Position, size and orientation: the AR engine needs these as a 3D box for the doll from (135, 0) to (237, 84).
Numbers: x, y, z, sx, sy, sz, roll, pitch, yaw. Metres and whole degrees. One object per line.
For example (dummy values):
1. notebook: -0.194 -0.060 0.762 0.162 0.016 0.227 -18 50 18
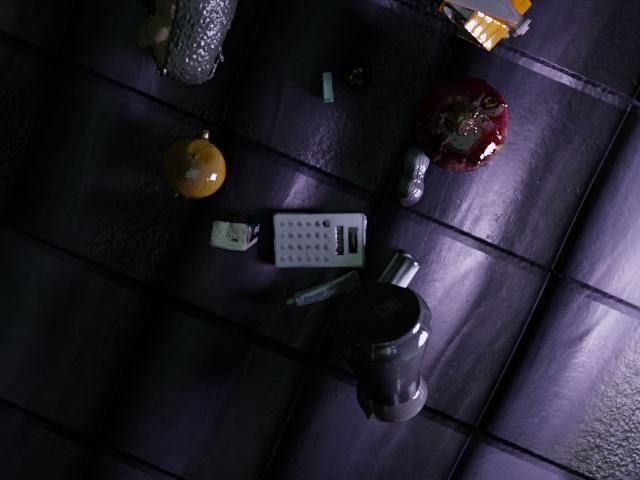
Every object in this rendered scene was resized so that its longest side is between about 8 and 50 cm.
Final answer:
1. doll: -0.345 -0.581 1.823 0.247 0.247 0.350 15 113 2

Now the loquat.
1. loquat: -0.339 -0.202 1.906 0.172 0.149 0.205 13 87 6

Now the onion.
1. onion: 0.365 -0.297 1.829 0.246 0.190 0.247 -1 87 18

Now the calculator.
1. calculator: 0.000 0.000 1.973 0.261 0.021 0.161 -1 98 4

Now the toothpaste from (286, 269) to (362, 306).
1. toothpaste: 0.008 0.142 1.984 0.218 0.041 0.064 -18 108 3

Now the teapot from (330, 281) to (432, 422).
1. teapot: 0.180 0.278 1.846 0.253 0.300 0.344 20 141 29

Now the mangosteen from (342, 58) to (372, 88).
1. mangosteen: 0.099 -0.444 1.881 0.080 0.081 0.081 0 97 4

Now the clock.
1. clock: 0.378 -0.610 1.762 0.309 0.235 0.166 41 99 -3

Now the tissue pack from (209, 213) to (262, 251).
1. tissue pack: -0.226 -0.024 1.909 0.103 0.170 0.091 9 98 5

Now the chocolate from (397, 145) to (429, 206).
1. chocolate: 0.250 -0.174 1.910 0.072 0.072 0.167 11 96 2

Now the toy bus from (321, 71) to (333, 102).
1. toy bus: 0.019 -0.414 1.910 0.031 0.037 0.083 -3 97 3

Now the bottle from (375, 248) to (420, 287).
1. bottle: 0.173 0.140 1.952 0.096 0.079 0.254 34 98 10
